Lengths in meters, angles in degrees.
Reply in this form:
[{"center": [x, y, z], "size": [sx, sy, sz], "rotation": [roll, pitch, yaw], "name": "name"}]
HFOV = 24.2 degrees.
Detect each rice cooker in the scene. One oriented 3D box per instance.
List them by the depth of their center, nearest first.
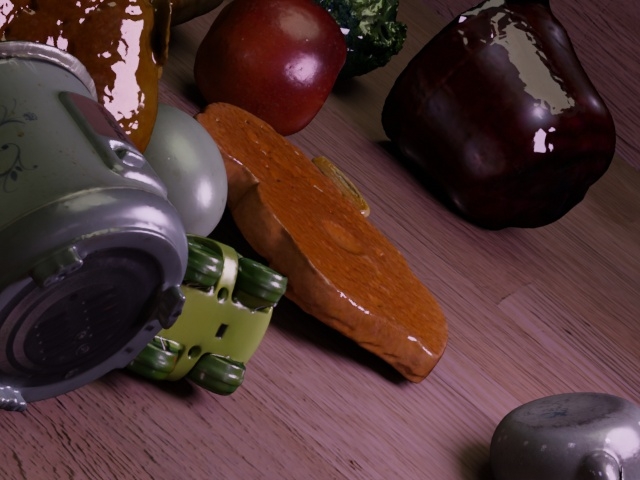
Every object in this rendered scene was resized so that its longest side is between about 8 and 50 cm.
[{"center": [-0.273, -0.023, 1.307], "size": [0.316, 0.264, 0.317], "rotation": [40, 15, -13], "name": "rice cooker"}]

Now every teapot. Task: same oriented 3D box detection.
[{"center": [0.293, 0.255, 1.720], "size": [0.193, 0.130, 0.294], "rotation": [-9, 9, -10], "name": "teapot"}]

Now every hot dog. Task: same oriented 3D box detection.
[{"center": [0.032, -0.077, 2.230], "size": [0.044, 0.028, 0.137], "rotation": [-17, 47, -33], "name": "hot dog"}]

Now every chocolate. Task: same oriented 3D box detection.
[{"center": [0.333, -0.191, 2.509], "size": [0.331, 0.384, 0.383], "rotation": [49, 24, 19], "name": "chocolate"}]

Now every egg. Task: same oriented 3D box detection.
[{"center": [-0.185, -0.074, 1.709], "size": [0.149, 0.149, 0.192], "rotation": [13, 31, -46], "name": "egg"}]

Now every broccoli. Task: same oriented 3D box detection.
[{"center": [0.034, -0.413, 2.694], "size": [0.265, 0.245, 0.294], "rotation": [27, -12, 35], "name": "broccoli"}]

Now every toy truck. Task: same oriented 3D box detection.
[{"center": [-0.160, 0.052, 1.494], "size": [0.210, 0.148, 0.187], "rotation": [29, 5, 27], "name": "toy truck"}]

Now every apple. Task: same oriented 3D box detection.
[{"center": [-0.074, -0.263, 2.209], "size": [0.201, 0.218, 0.218], "rotation": [33, 20, -12], "name": "apple"}]

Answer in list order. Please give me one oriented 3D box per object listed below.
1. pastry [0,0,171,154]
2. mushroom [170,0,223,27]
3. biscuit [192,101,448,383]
[{"center": [-0.305, -0.194, 1.533], "size": [0.163, 0.356, 0.356], "rotation": [16, 2, 43], "name": "pastry"}, {"center": [-0.267, -0.419, 2.329], "size": [0.278, 0.146, 0.278], "rotation": [15, 34, -10], "name": "mushroom"}, {"center": [-0.001, 0.001, 1.893], "size": [0.455, 0.078, 0.349], "rotation": [51, 21, 22], "name": "biscuit"}]
